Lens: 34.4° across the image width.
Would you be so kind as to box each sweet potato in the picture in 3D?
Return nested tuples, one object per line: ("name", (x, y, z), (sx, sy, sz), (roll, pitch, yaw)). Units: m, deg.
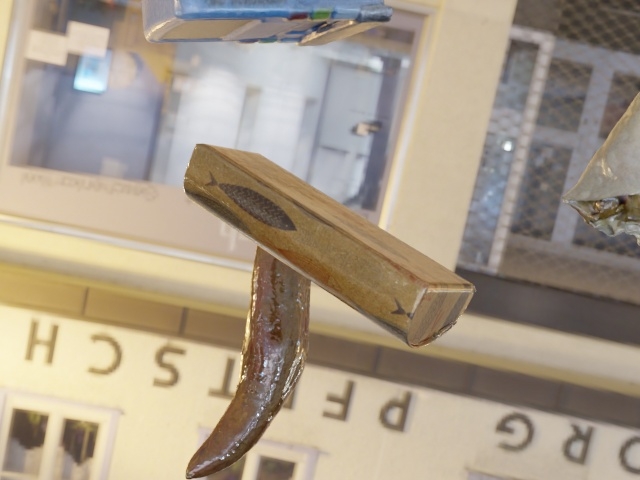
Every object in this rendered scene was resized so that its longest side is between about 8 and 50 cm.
("sweet potato", (-0.046, 0.082, 0.873), (0.078, 0.255, 0.058), (16, 169, -16))

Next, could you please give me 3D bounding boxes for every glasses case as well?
("glasses case", (0.000, 0.000, 0.585), (0.170, 0.041, 0.064), (32, -165, 28))

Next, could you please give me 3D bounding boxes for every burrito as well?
("burrito", (0.393, -0.159, 1.052), (0.117, 0.392, 0.076), (33, 164, 16))

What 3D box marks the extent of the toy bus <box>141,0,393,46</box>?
("toy bus", (-0.038, -0.222, 0.527), (0.133, 0.234, 0.116), (-5, -175, -18))
